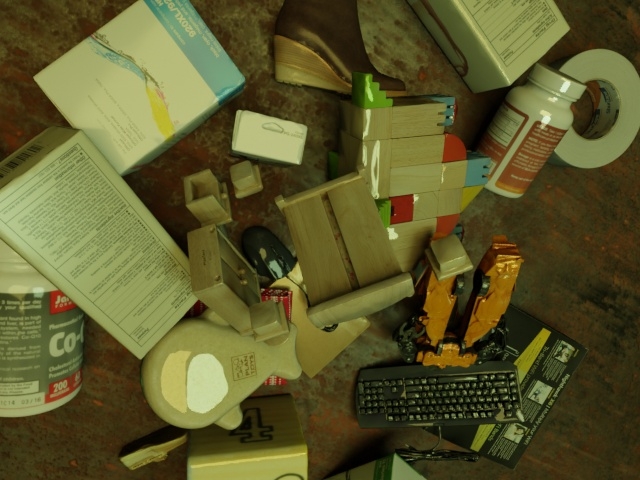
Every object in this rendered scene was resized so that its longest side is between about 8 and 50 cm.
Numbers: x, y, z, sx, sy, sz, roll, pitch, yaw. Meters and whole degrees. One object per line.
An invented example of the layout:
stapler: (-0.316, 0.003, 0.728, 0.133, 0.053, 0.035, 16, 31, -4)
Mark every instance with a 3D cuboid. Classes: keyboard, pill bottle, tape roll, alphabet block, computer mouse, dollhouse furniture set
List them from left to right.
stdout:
pill bottle: (-0.463, 0.112, 0.757, 0.161, 0.161, 0.283, 4, 100, -12)
alphabet block: (-0.134, 0.415, 0.868, 0.197, 0.193, 0.192, 0, 102, -12)
computer mouse: (-0.050, 0.067, 0.857, 0.242, 0.041, 0.071, 46, 57, 0)
dollhouse furniture set: (0.000, 0.000, 0.730, 0.355, 0.303, 0.174, -19, 148, 5)
keyboard: (0.229, 0.344, 0.929, 0.317, 0.033, 0.202, -8, 85, 14)
pill bottle: (0.363, -0.194, 0.849, 0.121, 0.121, 0.216, 16, 123, -14)
tape roll: (0.510, -0.252, 0.931, 0.219, 0.072, 0.219, -2, 101, -12)

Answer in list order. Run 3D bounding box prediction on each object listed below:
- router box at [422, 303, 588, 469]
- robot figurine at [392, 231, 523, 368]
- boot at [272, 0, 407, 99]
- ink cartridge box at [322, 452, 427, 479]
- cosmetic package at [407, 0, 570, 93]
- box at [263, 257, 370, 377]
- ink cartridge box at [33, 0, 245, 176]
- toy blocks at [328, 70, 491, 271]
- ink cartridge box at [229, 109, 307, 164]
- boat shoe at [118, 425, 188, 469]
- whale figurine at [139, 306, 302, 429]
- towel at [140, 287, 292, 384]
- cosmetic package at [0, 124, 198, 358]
router box: (0.374, 0.295, 1.005, 0.243, 0.081, 0.309, 29, 94, -15)
robot figurine: (0.242, 0.122, 0.850, 0.211, 0.085, 0.291, 4, 129, 0)
boot: (0.048, -0.352, 0.807, 0.248, 0.090, 0.207, 9, 101, -10)
ink cartridge box: (0.113, 0.527, 0.949, 0.208, 0.087, 0.153, -36, 109, 30)
cosmetic package: (0.261, -0.422, 0.818, 0.153, 0.129, 0.296, -42, 105, -3)
box: (-0.024, 0.147, 0.926, 0.164, 0.021, 0.201, -42, 106, -1)
ink cartridge box: (-0.258, -0.233, 0.726, 0.232, 0.171, 0.168, -38, 106, -3)
toy blocks: (0.168, -0.099, 0.832, 0.260, 0.191, 0.381, -10, 116, -18)
ink cartridge box: (-0.091, -0.162, 0.783, 0.109, 0.150, 0.063, 10, 94, -13)
boat shoe: (-0.310, 0.394, 0.904, 0.135, 0.050, 0.045, -20, 108, 3)
whale figurine: (-0.169, 0.210, 0.822, 0.272, 0.141, 0.216, -7, 88, -31)
towel: (-0.193, 0.180, 0.879, 0.274, 0.031, 0.199, 3, 105, -8)
cosmetic package: (-0.317, 0.009, 0.684, 0.160, 0.113, 0.309, -48, 133, -25)
